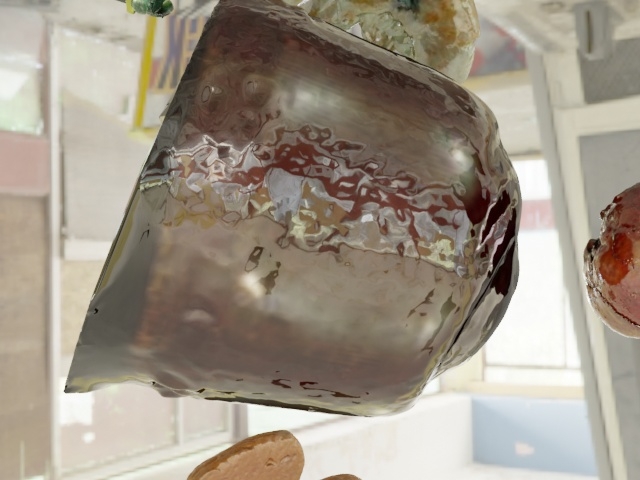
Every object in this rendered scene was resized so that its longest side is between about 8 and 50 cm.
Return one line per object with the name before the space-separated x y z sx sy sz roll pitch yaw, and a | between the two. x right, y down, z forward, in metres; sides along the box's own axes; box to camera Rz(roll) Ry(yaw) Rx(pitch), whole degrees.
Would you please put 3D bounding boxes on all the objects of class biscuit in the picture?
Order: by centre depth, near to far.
biscuit | -0.041 0.284 1.007 0.186 0.192 0.036 -29 -153 -15

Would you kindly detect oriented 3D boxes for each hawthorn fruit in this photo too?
hawthorn fruit | 0.327 0.028 0.835 0.172 0.148 0.148 22 -174 20

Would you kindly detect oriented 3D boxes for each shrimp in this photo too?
shrimp | 0.031 -0.233 1.162 0.360 0.247 0.085 -14 -161 28

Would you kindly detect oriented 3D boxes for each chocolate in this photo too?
chocolate | 0.000 0.000 0.816 0.331 0.383 0.384 23 173 -10

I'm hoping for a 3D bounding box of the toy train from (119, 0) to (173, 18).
toy train | -0.160 -0.263 0.879 0.081 0.122 0.050 24 142 8
